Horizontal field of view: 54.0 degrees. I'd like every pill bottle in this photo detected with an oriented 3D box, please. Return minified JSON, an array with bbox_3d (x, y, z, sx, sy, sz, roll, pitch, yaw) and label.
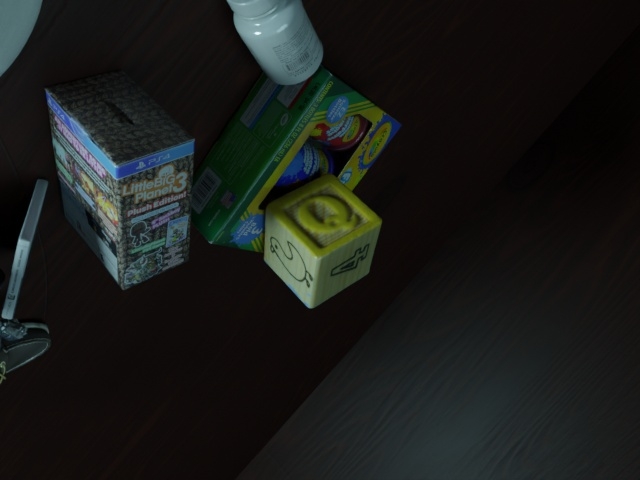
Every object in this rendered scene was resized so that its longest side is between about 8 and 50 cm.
[{"bbox_3d":[-0.088,-0.406,1.172,0.131,0.131,0.229,-45,153,-2],"label":"pill bottle"}]

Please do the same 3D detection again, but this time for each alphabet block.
[{"bbox_3d":[0.000,0.000,1.429,0.193,0.192,0.197,-32,150,-28],"label":"alphabet block"}]

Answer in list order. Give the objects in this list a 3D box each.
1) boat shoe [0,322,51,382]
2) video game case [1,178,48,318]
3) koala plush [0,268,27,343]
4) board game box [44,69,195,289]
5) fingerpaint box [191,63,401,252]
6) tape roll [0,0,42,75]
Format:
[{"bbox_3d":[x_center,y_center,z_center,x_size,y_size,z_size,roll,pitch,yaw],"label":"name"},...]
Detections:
[{"bbox_3d":[-0.693,0.260,1.258,0.324,0.097,0.116,-18,141,-43],"label":"boat shoe"},{"bbox_3d":[-0.515,0.012,1.095,0.022,0.190,0.173,14,121,-23],"label":"video game case"},{"bbox_3d":[-0.644,0.165,1.130,0.196,0.203,0.221,-17,170,-19],"label":"koala plush"},{"bbox_3d":[-0.348,-0.104,1.104,0.141,0.232,0.291,-27,148,-35],"label":"board game box"},{"bbox_3d":[-0.061,-0.182,1.478,0.444,0.163,0.371,-52,152,13],"label":"fingerpaint box"},{"bbox_3d":[-0.503,-0.288,0.710,0.392,0.072,0.392,-43,167,-13],"label":"tape roll"}]
